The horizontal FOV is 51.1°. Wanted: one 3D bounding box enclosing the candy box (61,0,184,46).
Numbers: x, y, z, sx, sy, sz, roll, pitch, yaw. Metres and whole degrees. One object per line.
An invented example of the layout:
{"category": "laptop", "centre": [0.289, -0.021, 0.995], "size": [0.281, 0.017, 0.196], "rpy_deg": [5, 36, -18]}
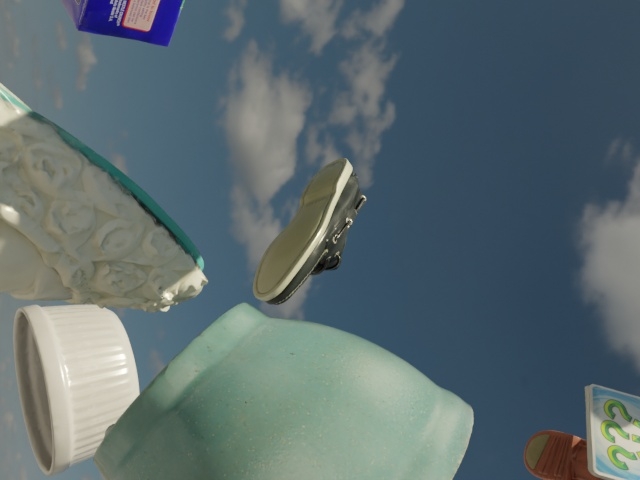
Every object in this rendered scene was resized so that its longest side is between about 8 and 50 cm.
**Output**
{"category": "candy box", "centre": [-0.238, -0.425, 0.780], "size": [0.317, 0.122, 0.268], "rpy_deg": [54, -52, 35]}

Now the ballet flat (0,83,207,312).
{"category": "ballet flat", "centre": [-0.239, -0.052, 0.381], "size": [0.147, 0.409, 0.147], "rpy_deg": [-24, -141, 22]}

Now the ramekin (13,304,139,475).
{"category": "ramekin", "centre": [-0.308, 0.178, 0.846], "size": [0.207, 0.109, 0.207], "rpy_deg": [17, -70, 54]}

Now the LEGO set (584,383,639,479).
{"category": "LEGO set", "centre": [0.248, 0.188, 0.377], "size": [0.244, 0.182, 0.060], "rpy_deg": [-65, 167, -47]}

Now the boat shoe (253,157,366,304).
{"category": "boat shoe", "centre": [-0.003, 0.001, 1.178], "size": [0.127, 0.113, 0.340], "rpy_deg": [-19, -148, 36]}

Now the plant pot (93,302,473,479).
{"category": "plant pot", "centre": [-0.050, 0.176, 0.538], "size": [0.196, 0.293, 0.293], "rpy_deg": [42, -41, 7]}

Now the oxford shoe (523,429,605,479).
{"category": "oxford shoe", "centre": [0.627, 0.493, 1.394], "size": [0.397, 0.146, 0.140], "rpy_deg": [6, -113, 57]}
